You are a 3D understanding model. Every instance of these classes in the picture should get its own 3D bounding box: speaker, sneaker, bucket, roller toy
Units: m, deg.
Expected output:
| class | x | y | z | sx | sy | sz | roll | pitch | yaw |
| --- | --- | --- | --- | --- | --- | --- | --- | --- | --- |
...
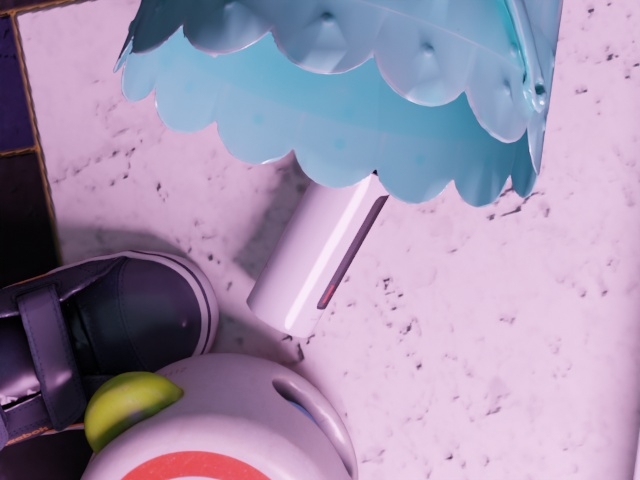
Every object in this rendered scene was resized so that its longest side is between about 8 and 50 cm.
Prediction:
| class | x | y | z | sx | sy | sz | roll | pitch | yaw |
| --- | --- | --- | --- | --- | --- | --- | --- | --- | --- |
| speaker | 0.000 | 0.000 | 1.293 | 0.055 | 0.055 | 0.136 | 32 | 106 | 10 |
| sneaker | -0.234 | 0.097 | 1.346 | 0.321 | 0.127 | 0.126 | -18 | 92 | 17 |
| bucket | 0.023 | -0.150 | 1.138 | 0.281 | 0.281 | 0.183 | 11 | 78 | 15 |
| roller toy | -0.071 | 0.186 | 1.290 | 0.191 | 0.146 | 0.209 | 8 | 110 | 3 |

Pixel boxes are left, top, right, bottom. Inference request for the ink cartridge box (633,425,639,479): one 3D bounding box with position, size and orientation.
| class | x | y | z | sx | sy | sz | roll | pitch | yaw |
| --- | --- | --- | --- | --- | --- | --- | --- | --- | --- |
| ink cartridge box | 0.305 | 0.116 | 1.212 | 0.175 | 0.069 | 0.371 | 8 | 98 | 15 |
